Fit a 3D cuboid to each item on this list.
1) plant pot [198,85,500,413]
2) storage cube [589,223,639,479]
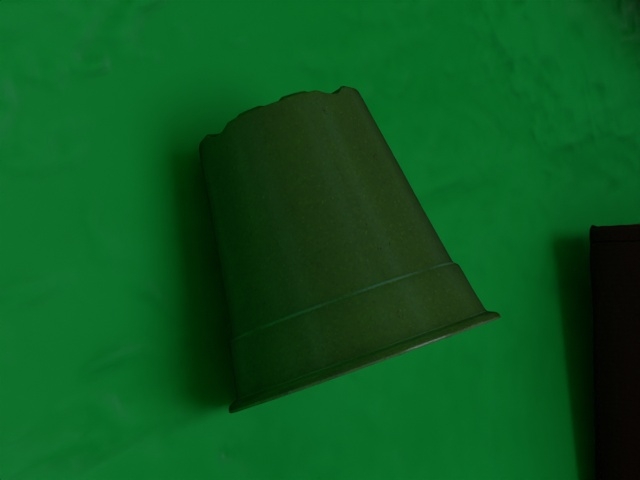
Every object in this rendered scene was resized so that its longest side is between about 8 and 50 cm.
[{"bbox_3d":[0.000,0.000,0.362,0.083,0.083,0.079,-12,80,-50],"label":"plant pot"},{"bbox_3d":[0.242,0.083,0.527,0.183,0.215,0.193,-3,92,-51],"label":"storage cube"}]
